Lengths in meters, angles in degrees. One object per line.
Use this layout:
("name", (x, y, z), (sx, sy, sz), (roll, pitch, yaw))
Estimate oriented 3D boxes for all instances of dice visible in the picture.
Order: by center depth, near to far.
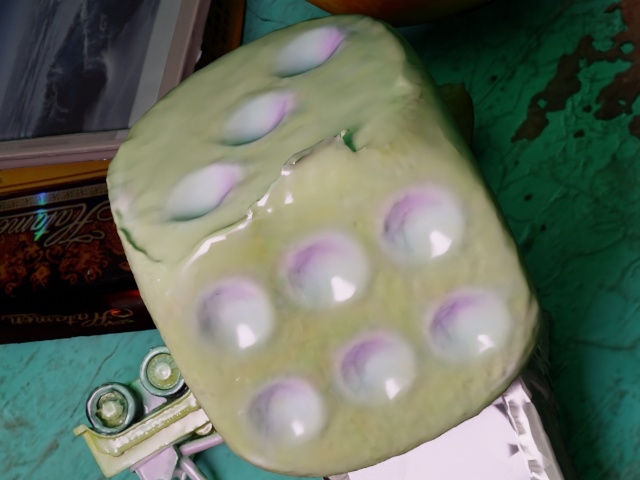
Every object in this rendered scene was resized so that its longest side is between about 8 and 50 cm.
("dice", (0.000, 0.000, 1.086), (0.252, 0.254, 0.250), (-28, 29, 3))

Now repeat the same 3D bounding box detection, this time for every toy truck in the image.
("toy truck", (-0.078, 0.139, 1.326), (0.259, 0.128, 0.135), (-35, 79, 6))

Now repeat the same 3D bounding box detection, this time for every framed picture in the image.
("framed picture", (-0.245, -0.275, 1.536), (0.326, 0.028, 0.446), (-4, 62, 27))

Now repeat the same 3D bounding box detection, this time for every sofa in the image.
("sofa", (0.118, 0.190, 1.201), (0.210, 0.176, 0.225), (-24, 84, 16))

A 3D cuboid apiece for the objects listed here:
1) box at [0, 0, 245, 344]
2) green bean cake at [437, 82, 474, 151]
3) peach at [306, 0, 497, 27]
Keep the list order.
("box", (-0.227, -0.104, 1.522), (0.264, 0.116, 0.415), (-6, 61, 24))
("green bean cake", (-0.002, -0.081, 1.356), (0.236, 0.124, 0.233), (26, 46, 36))
("peach", (0.077, -0.379, 1.354), (0.370, 0.370, 0.370), (-13, 59, 22))
